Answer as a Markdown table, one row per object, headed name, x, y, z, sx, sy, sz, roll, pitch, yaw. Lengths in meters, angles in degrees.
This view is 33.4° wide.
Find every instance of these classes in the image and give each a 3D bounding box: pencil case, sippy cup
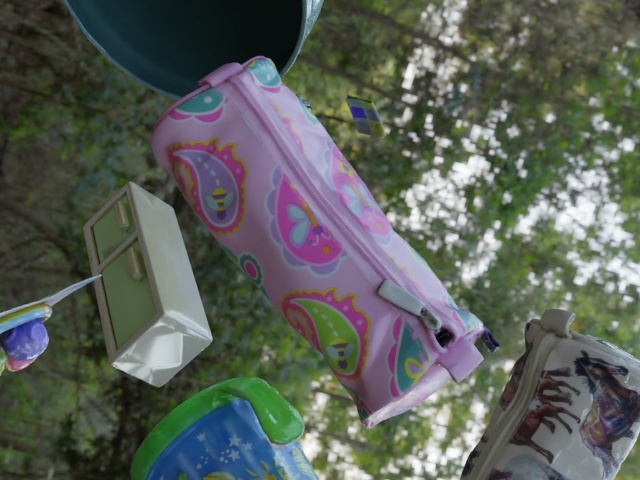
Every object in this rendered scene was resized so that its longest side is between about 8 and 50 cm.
| name | x | y | z | sx | sy | sz | roll | pitch | yaw |
| --- | --- | --- | --- | --- | --- | --- | --- | --- | --- |
| pencil case | 0.220 | 0.279 | 1.185 | 0.160 | 0.183 | 0.410 | 31 | -85 | 50 |
| pencil case | 0.000 | 0.000 | 0.781 | 0.124 | 0.284 | 0.124 | -37 | 171 | -7 |
| sippy cup | -0.101 | 0.342 | 1.436 | 0.240 | 0.224 | 0.305 | -38 | 149 | -8 |

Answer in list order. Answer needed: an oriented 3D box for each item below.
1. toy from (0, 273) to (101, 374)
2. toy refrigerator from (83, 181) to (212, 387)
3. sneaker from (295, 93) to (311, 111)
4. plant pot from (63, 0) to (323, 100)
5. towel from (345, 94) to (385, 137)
| name | x | y | z | sx | sy | sz | roll | pitch | yaw |
| --- | --- | --- | --- | --- | --- | --- | --- | --- | --- |
| toy | -0.328 | 0.112 | 1.073 | 0.237 | 0.056 | 0.137 | -24 | -179 | 37 |
| toy refrigerator | -0.234 | 0.050 | 1.396 | 0.102 | 0.094 | 0.269 | -41 | -139 | 17 |
| sneaker | -0.092 | -0.195 | 1.529 | 0.147 | 0.330 | 0.129 | -23 | -151 | 18 |
| plant pot | -0.109 | -0.317 | 1.108 | 0.196 | 0.293 | 0.293 | -58 | 177 | -43 |
| towel | 0.076 | -0.209 | 1.805 | 0.009 | 0.060 | 0.083 | -52 | 141 | -27 |
